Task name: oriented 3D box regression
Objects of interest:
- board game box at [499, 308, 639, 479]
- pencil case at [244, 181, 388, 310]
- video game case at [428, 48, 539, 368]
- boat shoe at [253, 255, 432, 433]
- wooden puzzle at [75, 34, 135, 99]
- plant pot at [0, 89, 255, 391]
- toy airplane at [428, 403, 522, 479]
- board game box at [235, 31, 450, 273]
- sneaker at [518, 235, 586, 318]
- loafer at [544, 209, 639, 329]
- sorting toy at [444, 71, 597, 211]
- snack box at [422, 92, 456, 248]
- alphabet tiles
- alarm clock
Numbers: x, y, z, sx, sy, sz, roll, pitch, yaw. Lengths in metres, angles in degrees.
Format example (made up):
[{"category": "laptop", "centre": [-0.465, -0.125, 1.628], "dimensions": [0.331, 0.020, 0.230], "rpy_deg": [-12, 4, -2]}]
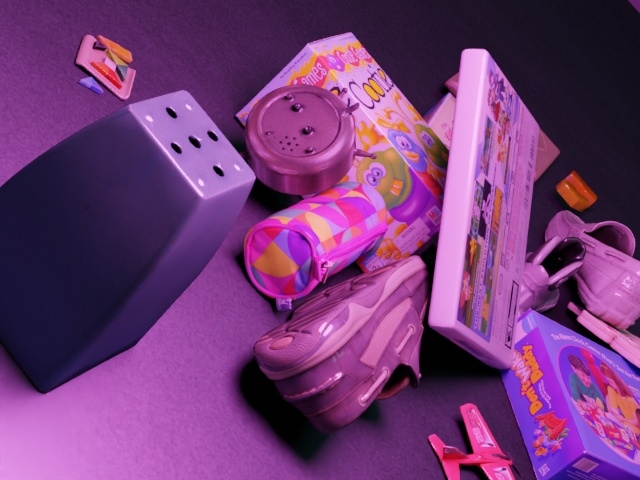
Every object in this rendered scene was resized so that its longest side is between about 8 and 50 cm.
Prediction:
[{"category": "board game box", "centre": [0.391, 0.254, 2.078], "dimensions": [0.347, 0.078, 0.233], "rpy_deg": [27, 34, -36]}, {"category": "pencil case", "centre": [0.000, 0.000, 1.815], "dimensions": [0.104, 0.104, 0.236], "rpy_deg": [50, 27, 3]}, {"category": "video game case", "centre": [0.202, -0.028, 1.922], "dimensions": [0.300, 0.036, 0.329], "rpy_deg": [35, 62, -66]}, {"category": "boat shoe", "centre": [0.040, 0.116, 1.720], "dimensions": [0.355, 0.132, 0.130], "rpy_deg": [-31, 99, -61]}, {"category": "wooden puzzle", "centre": [-0.244, -0.200, 1.812], "dimensions": [0.078, 0.014, 0.116], "rpy_deg": [33, 31, -27]}, {"category": "plant pot", "centre": [-0.183, -0.016, 1.414], "dimensions": [0.165, 0.234, 0.165], "rpy_deg": [51, 26, 6]}, {"category": "toy airplane", "centre": [0.180, 0.253, 1.821], "dimensions": [0.151, 0.028, 0.151], "rpy_deg": [35, 28, -22]}, {"category": "board game box", "centre": [0.052, -0.105, 1.979], "dimensions": [0.275, 0.144, 0.142], "rpy_deg": [50, 26, 6]}, {"category": "sneaker", "centre": [0.326, 0.039, 2.206], "dimensions": [0.086, 0.132, 0.228], "rpy_deg": [50, 27, 4]}, {"category": "loafer", "centre": [0.415, 0.022, 2.331], "dimensions": [0.112, 0.111, 0.319], "rpy_deg": [29, 15, -20]}, {"category": "sorting toy", "centre": [0.324, -0.156, 2.573], "dimensions": [0.307, 0.041, 0.229], "rpy_deg": [49, 22, 1]}, {"category": "snack box", "centre": [0.198, -0.083, 2.257], "dimensions": [0.187, 0.060, 0.322], "rpy_deg": [46, 27, -5]}, {"category": "alphabet tiles", "centre": [0.486, 0.174, 2.262], "dimensions": [0.284, 0.021, 0.278], "rpy_deg": [25, 11, -43]}, {"category": "alarm clock", "centre": [-0.042, -0.115, 1.844], "dimensions": [0.064, 0.192, 0.129], "rpy_deg": [81, -12, -60]}]
